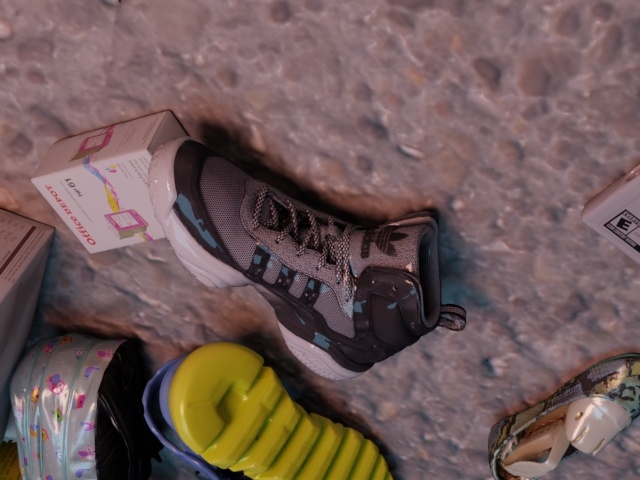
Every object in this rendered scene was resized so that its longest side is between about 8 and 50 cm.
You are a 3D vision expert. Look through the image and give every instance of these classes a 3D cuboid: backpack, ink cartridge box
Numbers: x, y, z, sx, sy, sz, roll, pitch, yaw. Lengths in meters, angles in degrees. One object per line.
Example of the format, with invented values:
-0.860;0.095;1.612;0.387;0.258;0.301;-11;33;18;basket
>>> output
-0.216;0.174;1.340;0.115;0.152;0.182;3;123;7;backpack
-0.154;-0.044;1.152;0.122;0.052;0.088;-11;129;33;ink cartridge box

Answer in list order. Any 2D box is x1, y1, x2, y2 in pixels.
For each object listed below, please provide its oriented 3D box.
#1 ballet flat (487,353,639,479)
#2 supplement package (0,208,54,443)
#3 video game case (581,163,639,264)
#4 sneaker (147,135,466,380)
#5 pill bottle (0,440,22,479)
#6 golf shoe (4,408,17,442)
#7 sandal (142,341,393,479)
0.208;0.158;1.203;0.070;0.070;0.188;34;136;-13;ballet flat
-0.353;0.116;1.242;0.145;0.204;0.261;20;122;1;supplement package
0.325;-0.007;1.014;0.212;0.023;0.193;35;137;-14;video game case
0.000;0.000;1.103;0.153;0.101;0.268;-19;130;35;sneaker
-0.355;0.253;1.479;0.246;0.136;0.136;14;137;9;pill bottle
-0.324;0.128;1.393;0.176;0.069;0.086;40;129;-21;golf shoe
-0.048;0.195;1.323;0.138;0.126;0.317;6;142;51;sandal
